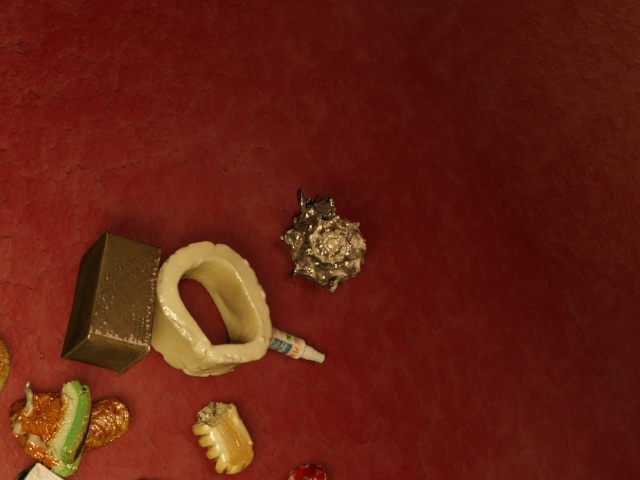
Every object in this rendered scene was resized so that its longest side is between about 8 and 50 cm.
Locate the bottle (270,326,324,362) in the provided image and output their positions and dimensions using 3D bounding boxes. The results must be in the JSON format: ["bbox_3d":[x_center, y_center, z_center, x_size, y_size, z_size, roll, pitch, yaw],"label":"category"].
[{"bbox_3d":[-0.080,0.286,2.125,0.217,0.060,0.060,25,53,-28],"label":"bottle"}]

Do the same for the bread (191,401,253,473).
[{"bbox_3d":[-0.234,0.474,1.868,0.119,0.084,0.177,-25,86,-44],"label":"bread"}]

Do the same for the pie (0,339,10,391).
[{"bbox_3d":[-0.717,0.239,1.576,0.193,0.079,0.163,44,49,-14],"label":"pie"}]

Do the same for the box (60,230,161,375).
[{"bbox_3d":[-0.472,0.143,1.769,0.143,0.184,0.273,19,55,-29],"label":"box"}]

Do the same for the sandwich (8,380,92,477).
[{"bbox_3d":[-0.549,0.373,1.574,0.160,0.109,0.184,8,43,-17],"label":"sandwich"}]

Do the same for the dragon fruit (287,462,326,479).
[{"bbox_3d":[-0.054,0.636,1.944,0.094,0.094,0.190,44,57,-15],"label":"dragon fruit"}]

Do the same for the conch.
[{"bbox_3d":[0.013,-0.004,2.244,0.186,0.241,0.313,17,44,-51],"label":"conch"}]

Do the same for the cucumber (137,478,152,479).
[{"bbox_3d":[-0.378,0.567,1.722,0.220,0.046,0.070,20,54,-35],"label":"cucumber"}]

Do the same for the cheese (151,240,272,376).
[{"bbox_3d":[-0.285,0.182,1.935,0.292,0.153,0.332,-32,89,-46],"label":"cheese"}]

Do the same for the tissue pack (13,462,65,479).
[{"bbox_3d":[-0.566,0.501,1.541,0.085,0.111,0.079,43,47,-15],"label":"tissue pack"}]

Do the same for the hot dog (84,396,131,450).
[{"bbox_3d":[-0.488,0.401,1.698,0.147,0.065,0.099,-22,84,-34],"label":"hot dog"}]
